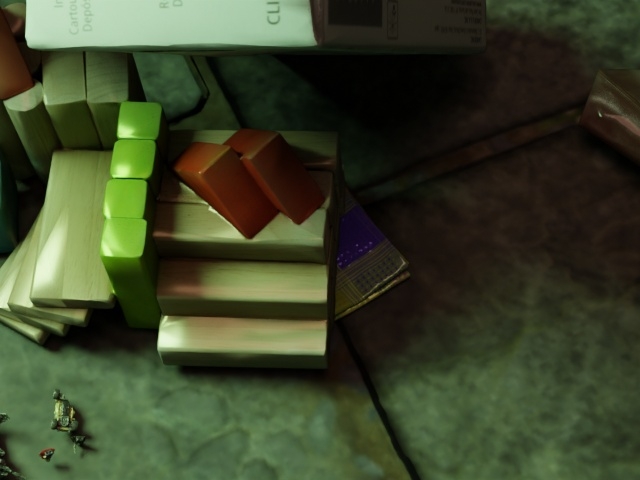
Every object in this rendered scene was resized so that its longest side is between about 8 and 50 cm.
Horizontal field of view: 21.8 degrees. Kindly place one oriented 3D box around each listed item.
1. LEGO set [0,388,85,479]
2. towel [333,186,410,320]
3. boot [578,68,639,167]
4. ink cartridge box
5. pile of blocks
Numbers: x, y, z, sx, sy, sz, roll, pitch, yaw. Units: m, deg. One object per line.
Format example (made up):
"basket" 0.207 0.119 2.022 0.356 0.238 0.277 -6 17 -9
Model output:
"LEGO set" -0.155 0.101 0.792 0.083 0.023 0.054 -3 63 -16
"towel" 0.000 0.000 0.848 0.060 0.009 0.083 -30 65 -16
"boot" 0.167 -0.034 0.849 0.106 0.037 0.114 -35 69 -31
"ink cartridge box" -0.068 -0.115 0.779 0.239 0.275 0.060 1 96 19
"pile of blocks" -0.149 -0.051 0.813 0.362 0.112 0.149 24 67 16
